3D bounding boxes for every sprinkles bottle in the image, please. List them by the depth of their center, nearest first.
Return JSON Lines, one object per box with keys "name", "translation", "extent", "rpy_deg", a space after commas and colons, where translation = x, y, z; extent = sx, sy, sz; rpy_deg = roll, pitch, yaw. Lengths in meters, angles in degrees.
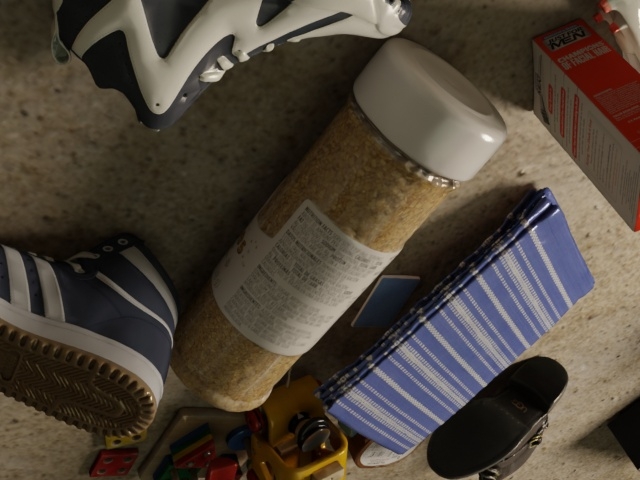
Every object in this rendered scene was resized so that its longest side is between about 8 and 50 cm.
{"name": "sprinkles bottle", "translation": [0.000, 0.000, 0.690], "extent": [0.121, 0.121, 0.355], "rpy_deg": [16, 125, -39]}

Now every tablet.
{"name": "tablet", "translation": [0.072, 0.069, 0.895], "extent": [0.054, 0.006, 0.083], "rpy_deg": [4, 131, -31]}

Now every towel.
{"name": "towel", "translation": [0.168, 0.107, 0.923], "extent": [0.336, 0.040, 0.243], "rpy_deg": [-42, 141, 3]}

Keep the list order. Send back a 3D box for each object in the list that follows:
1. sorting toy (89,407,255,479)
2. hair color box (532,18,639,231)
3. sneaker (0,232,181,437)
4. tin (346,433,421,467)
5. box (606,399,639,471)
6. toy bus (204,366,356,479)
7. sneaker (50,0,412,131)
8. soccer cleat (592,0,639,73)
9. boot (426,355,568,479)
{"name": "sorting toy", "translation": [-0.139, 0.260, 0.961], "extent": [0.275, 0.046, 0.132], "rpy_deg": [11, 128, -36]}
{"name": "hair color box", "translation": [0.242, -0.100, 0.673], "extent": [0.053, 0.167, 0.093], "rpy_deg": [-24, 141, -3]}
{"name": "sneaker", "translation": [-0.240, 0.032, 0.635], "extent": [0.282, 0.153, 0.099], "rpy_deg": [32, 121, -12]}
{"name": "tin", "translation": [0.111, 0.249, 1.092], "extent": [0.106, 0.040, 0.189], "rpy_deg": [5, 131, -38]}
{"name": "box", "translation": [0.660, 0.330, 1.418], "extent": [0.261, 0.103, 0.184], "rpy_deg": [23, 118, -43]}
{"name": "toy bus", "translation": [-0.019, 0.246, 0.920], "extent": [0.191, 0.104, 0.202], "rpy_deg": [-53, 137, 2]}
{"name": "sneaker", "translation": [-0.067, -0.137, 0.529], "extent": [0.235, 0.094, 0.153], "rpy_deg": [3, 134, -30]}
{"name": "soccer cleat", "translation": [0.292, -0.180, 0.695], "extent": [0.076, 0.068, 0.196], "rpy_deg": [-39, 136, 10]}
{"name": "boot", "translation": [0.257, 0.299, 1.157], "extent": [0.263, 0.091, 0.229], "rpy_deg": [-29, 145, -22]}
